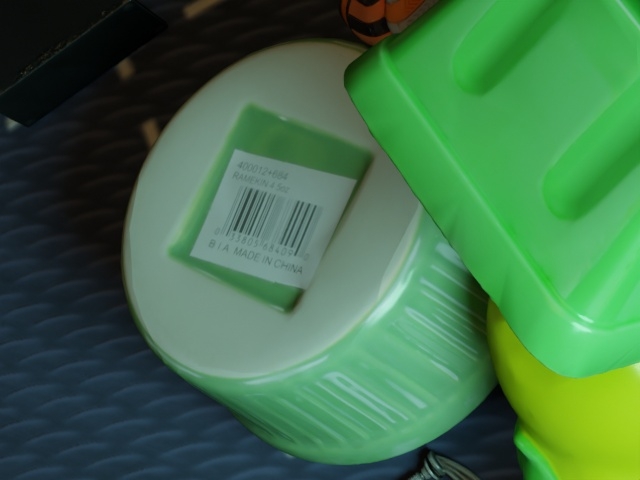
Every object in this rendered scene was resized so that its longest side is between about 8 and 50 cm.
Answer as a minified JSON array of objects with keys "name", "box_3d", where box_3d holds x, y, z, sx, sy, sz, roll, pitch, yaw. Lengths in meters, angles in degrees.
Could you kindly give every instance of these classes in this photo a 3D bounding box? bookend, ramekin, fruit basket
[{"name":"bookend","box_3d":[-0.241,-0.209,1.439,0.156,0.072,0.157,-35,69,11]},{"name":"ramekin","box_3d":[0.000,0.000,1.225,0.303,0.148,0.303,-13,63,28]},{"name":"fruit basket","box_3d":[0.199,-0.011,1.065,0.392,0.392,0.283,-38,65,11]}]

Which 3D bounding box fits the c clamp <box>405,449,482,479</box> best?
[{"name":"c clamp","box_3d":[0.057,0.218,1.267,0.160,0.022,0.137,-34,71,11]}]

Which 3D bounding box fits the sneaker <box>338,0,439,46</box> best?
[{"name":"sneaker","box_3d":[0.127,-0.264,1.197,0.321,0.124,0.180,-42,25,-10]}]
